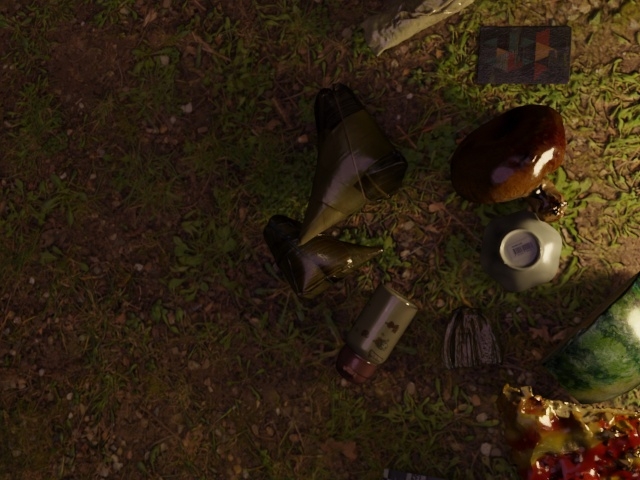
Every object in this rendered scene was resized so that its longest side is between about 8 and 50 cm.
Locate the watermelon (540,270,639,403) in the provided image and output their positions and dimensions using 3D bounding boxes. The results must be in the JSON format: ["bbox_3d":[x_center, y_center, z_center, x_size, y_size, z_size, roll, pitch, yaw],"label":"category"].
[{"bbox_3d":[0.620,0.201,1.510,0.305,0.224,0.180,-44,32,4],"label":"watermelon"}]

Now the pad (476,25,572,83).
[{"bbox_3d":[0.480,-0.438,1.670,0.211,0.003,0.143,3,86,14],"label":"pad"}]

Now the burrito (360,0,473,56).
[{"bbox_3d":[0.276,-0.583,1.697,0.392,0.076,0.117,-30,77,10],"label":"burrito"}]

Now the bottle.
[{"bbox_3d":[0.122,0.223,1.643,0.110,0.110,0.233,33,94,15],"label":"bottle"}]

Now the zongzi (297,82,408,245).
[{"bbox_3d":[0.006,-0.183,1.666,0.317,0.154,0.289,-33,74,-6],"label":"zongzi"}]

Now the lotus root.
[{"bbox_3d":[0.344,0.220,1.608,0.143,0.070,0.144,-1,88,20],"label":"lotus root"}]

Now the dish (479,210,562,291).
[{"bbox_3d":[0.452,0.021,1.601,0.190,0.066,0.191,-1,85,14],"label":"dish"}]

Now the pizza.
[{"bbox_3d":[0.511,0.469,1.473,0.406,0.130,0.440,40,97,-5],"label":"pizza"}]

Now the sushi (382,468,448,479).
[{"bbox_3d":[0.241,0.629,1.603,0.215,0.050,0.192,4,82,20],"label":"sushi"}]

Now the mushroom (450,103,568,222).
[{"bbox_3d":[0.411,-0.164,1.571,0.267,0.267,0.255,3,115,14],"label":"mushroom"}]

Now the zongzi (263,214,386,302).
[{"bbox_3d":[0.000,0.000,1.699,0.242,0.112,0.221,-32,77,1],"label":"zongzi"}]
